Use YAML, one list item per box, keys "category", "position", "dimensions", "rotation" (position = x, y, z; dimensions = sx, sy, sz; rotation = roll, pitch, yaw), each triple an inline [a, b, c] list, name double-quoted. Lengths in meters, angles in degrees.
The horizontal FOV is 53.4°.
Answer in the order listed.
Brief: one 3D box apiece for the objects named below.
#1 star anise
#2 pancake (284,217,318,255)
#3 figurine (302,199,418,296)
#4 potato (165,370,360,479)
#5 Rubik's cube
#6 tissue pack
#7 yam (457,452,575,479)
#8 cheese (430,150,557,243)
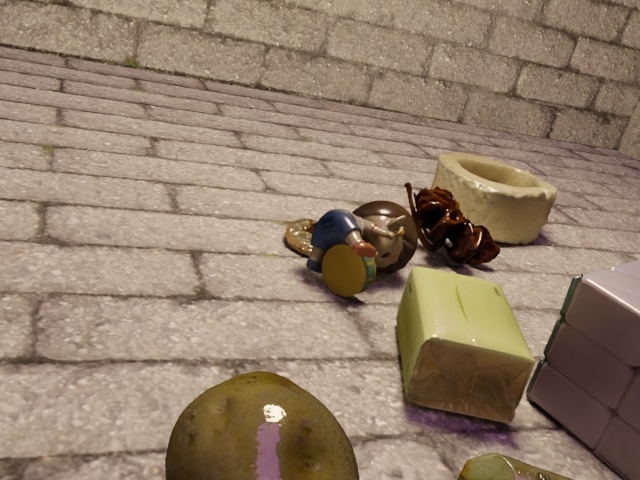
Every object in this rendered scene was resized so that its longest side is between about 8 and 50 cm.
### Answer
- category: "star anise"
  position: [0.288, -0.025, 1.421]
  dimensions: [0.190, 0.126, 0.220]
  rotation: [11, 34, -38]
- category: "pancake"
  position: [0.000, 0.000, 1.313]
  dimensions: [0.158, 0.028, 0.158]
  rotation: [14, 25, -7]
- category: "figurine"
  position: [0.098, 0.006, 1.213]
  dimensions: [0.161, 0.158, 0.275]
  rotation: [-15, 0, 41]
- category: "potato"
  position: [-0.052, 0.230, 0.603]
  dimensions: [0.178, 0.160, 0.235]
  rotation: [-13, 37, -3]
- category: "Rubik's cube"
  position: [0.479, 0.178, 0.915]
  dimensions: [0.231, 0.224, 0.221]
  rotation: [-8, 32, -34]
- category: "tissue pack"
  position: [0.208, 0.147, 0.970]
  dimensions: [0.159, 0.125, 0.234]
  rotation: [14, 22, -2]
- category: "yam"
  position: [0.235, 0.289, 0.734]
  dimensions: [0.146, 0.069, 0.070]
  rotation: [19, 23, 7]
- category: "cheese"
  position: [0.454, -0.111, 1.677]
  dimensions: [0.332, 0.153, 0.292]
  rotation: [3, 26, -23]
